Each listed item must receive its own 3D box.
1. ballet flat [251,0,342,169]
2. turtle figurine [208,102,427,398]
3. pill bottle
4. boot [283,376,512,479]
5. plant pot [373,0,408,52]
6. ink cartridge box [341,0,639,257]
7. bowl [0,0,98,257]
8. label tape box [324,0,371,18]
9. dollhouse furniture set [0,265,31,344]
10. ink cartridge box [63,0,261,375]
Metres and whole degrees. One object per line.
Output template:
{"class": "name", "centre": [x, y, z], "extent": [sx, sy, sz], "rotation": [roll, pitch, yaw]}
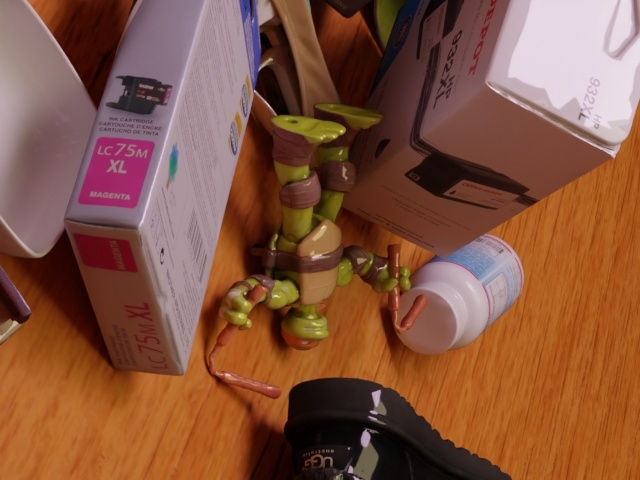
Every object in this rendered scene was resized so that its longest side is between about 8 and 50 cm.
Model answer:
{"class": "ballet flat", "centre": [-0.039, -0.163, 1.383], "extent": [0.073, 0.080, 0.232], "rotation": [-30, 108, -29]}
{"class": "turtle figurine", "centre": [0.000, 0.000, 1.368], "extent": [0.269, 0.087, 0.217], "rotation": [-12, 115, -45]}
{"class": "pill bottle", "centre": [0.130, 0.054, 1.601], "extent": [0.160, 0.087, 0.087], "rotation": [-31, 108, -59]}
{"class": "boot", "centre": [0.057, 0.292, 1.351], "extent": [0.348, 0.131, 0.260], "rotation": [40, 46, -45]}
{"class": "plant pot", "centre": [0.212, -0.308, 1.686], "extent": [0.275, 0.274, 0.293], "rotation": [57, 33, -36]}
{"class": "ink cartridge box", "centre": [0.152, -0.143, 1.426], "extent": [0.129, 0.307, 0.223], "rotation": [26, 66, -14]}
{"class": "bowl", "centre": [-0.206, -0.071, 1.065], "extent": [0.142, 0.053, 0.142], "rotation": [59, 35, -33]}
{"class": "label tape box", "centre": [0.123, -0.374, 1.457], "extent": [0.106, 0.333, 0.241], "rotation": [38, 44, -20]}
{"class": "dollhouse furniture set", "centre": [-0.243, 0.025, 1.015], "extent": [0.081, 0.091, 0.114], "rotation": [-34, 90, -17]}
{"class": "ink cartridge box", "centre": [-0.102, -0.083, 1.187], "extent": [0.186, 0.065, 0.311], "rotation": [83, 18, -55]}
